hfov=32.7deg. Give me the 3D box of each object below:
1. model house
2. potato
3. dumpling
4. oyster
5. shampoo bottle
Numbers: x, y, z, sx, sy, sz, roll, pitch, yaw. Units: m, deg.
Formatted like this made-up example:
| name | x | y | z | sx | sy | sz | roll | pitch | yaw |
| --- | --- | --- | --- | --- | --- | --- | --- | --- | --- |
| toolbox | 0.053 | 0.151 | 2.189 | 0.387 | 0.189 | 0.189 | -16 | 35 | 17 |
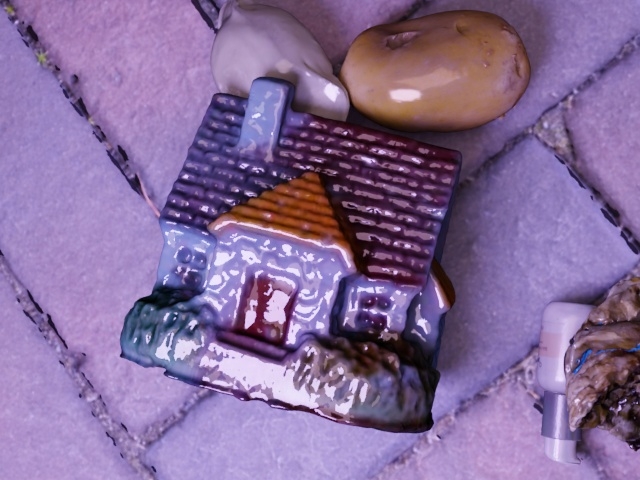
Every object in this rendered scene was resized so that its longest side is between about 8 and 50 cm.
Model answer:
| name | x | y | z | sx | sy | sz | roll | pitch | yaw |
| --- | --- | --- | --- | --- | --- | --- | --- | --- | --- |
| model house | 0.000 | 0.000 | 1.250 | 0.360 | 0.297 | 0.339 | 15 | 95 | 11 |
| potato | 0.139 | -0.202 | 1.339 | 0.233 | 0.150 | 0.146 | -8 | 104 | 10 |
| dumpling | -0.064 | -0.206 | 1.373 | 0.250 | 0.132 | 0.162 | 49 | 131 | 26 |
| oyster | 0.387 | 0.137 | 1.274 | 0.214 | 0.083 | 0.223 | 18 | 85 | -24 |
| shampoo bottle | 0.296 | 0.171 | 1.321 | 0.074 | 0.074 | 0.192 | 6 | 89 | 9 |
